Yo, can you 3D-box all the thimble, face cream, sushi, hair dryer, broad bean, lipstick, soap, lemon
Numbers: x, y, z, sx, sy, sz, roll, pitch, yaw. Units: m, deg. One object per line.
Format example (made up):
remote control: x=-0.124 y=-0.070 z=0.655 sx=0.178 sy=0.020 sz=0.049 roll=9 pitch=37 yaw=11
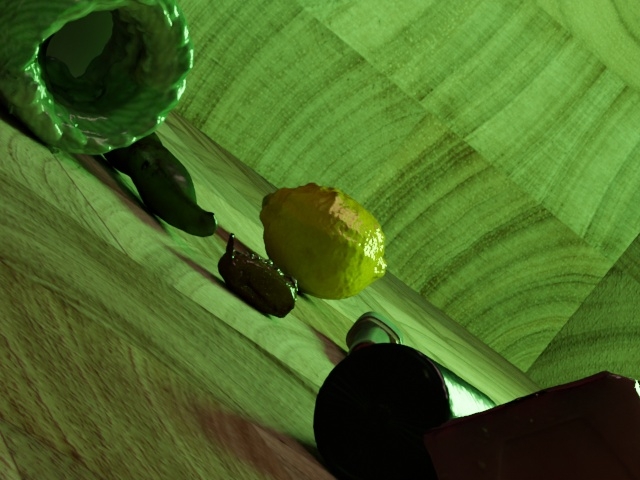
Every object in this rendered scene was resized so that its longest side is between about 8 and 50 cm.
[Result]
thimble: x=-0.254 y=-0.203 z=1.921 sx=0.219 sy=0.219 sz=0.150 roll=35 pitch=3 yaw=-43
face cream: x=-0.282 y=-0.227 z=2.130 sx=0.175 sy=0.175 sz=0.195 roll=37 pitch=3 yaw=-21
sushi: x=-0.065 y=0.043 z=1.942 sx=0.120 sy=0.052 sz=0.055 roll=34 pitch=21 yaw=-31
hair dryer: x=0.142 y=0.229 z=1.453 sx=0.302 sy=0.116 sz=0.244 roll=53 pitch=10 yaw=28
broad bean: x=-0.194 y=-0.084 z=2.074 sx=0.339 sy=0.061 sz=0.077 roll=-135 pitch=-151 yaw=-56
lipstick: x=0.054 y=0.126 z=2.089 sx=0.063 sy=0.057 sz=0.186 roll=39 pitch=9 yaw=2
soap: x=0.186 y=0.223 z=1.273 sx=0.099 sy=0.162 sz=0.250 roll=42 pitch=28 yaw=-85
lemon: x=0.000 y=0.000 z=2.387 sx=0.187 sy=0.142 sz=0.142 roll=35 pitch=3 yaw=3
